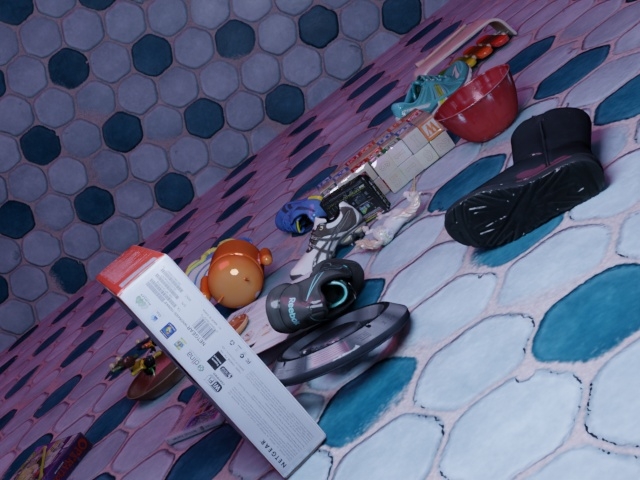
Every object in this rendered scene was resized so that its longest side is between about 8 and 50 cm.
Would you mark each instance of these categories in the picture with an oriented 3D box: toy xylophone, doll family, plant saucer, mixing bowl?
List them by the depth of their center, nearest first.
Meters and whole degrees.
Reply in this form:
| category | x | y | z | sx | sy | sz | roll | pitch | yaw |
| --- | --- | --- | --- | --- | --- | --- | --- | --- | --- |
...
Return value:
| category | x | y | z | sx | sy | sz | roll | pitch | yaw |
| --- | --- | --- | --- | --- | --- | --- | --- | --- | --- |
| plant saucer | -0.166 | 0.168 | 1.574 | 0.083 | 0.013 | 0.083 | -36 | 14 | 11 |
| mixing bowl | 0.330 | -0.262 | 1.714 | 0.181 | 0.098 | 0.181 | -35 | 16 | 12 |
| doll family | -0.355 | 0.235 | 1.800 | 0.193 | 0.076 | 0.111 | -45 | 11 | -32 |
| plant saucer | -0.329 | 0.278 | 1.820 | 0.199 | 0.036 | 0.198 | -35 | 16 | 11 |
| toy xylophone | 0.380 | -0.511 | 2.340 | 0.323 | 0.081 | 0.236 | -36 | 15 | 10 |

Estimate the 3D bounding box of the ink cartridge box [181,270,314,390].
| category | x | y | z | sx | sy | sz | roll | pitch | yaw |
| --- | --- | --- | --- | --- | --- | --- | --- | --- | --- |
| ink cartridge box | -0.101 | 0.172 | 1.548 | 0.275 | 0.060 | 0.239 | -29 | 19 | 33 |

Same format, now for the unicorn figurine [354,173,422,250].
| category | x | y | z | sx | sy | sz | roll | pitch | yaw |
| --- | --- | --- | --- | --- | --- | --- | --- | --- | --- |
| unicorn figurine | 0.137 | -0.039 | 1.624 | 0.111 | 0.060 | 0.162 | -9 | 50 | 61 |

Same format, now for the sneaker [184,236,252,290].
| category | x | y | z | sx | sy | sz | roll | pitch | yaw |
| --- | --- | --- | --- | --- | --- | --- | --- | --- | --- |
| sneaker | -0.257 | 0.058 | 2.178 | 0.126 | 0.091 | 0.240 | -25 | 20 | 41 |

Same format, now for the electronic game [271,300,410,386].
| category | x | y | z | sx | sy | sz | roll | pitch | yaw |
| --- | --- | --- | --- | --- | --- | --- | --- | --- | --- |
| electronic game | 0.028 | 0.154 | 1.261 | 0.229 | 0.048 | 0.229 | -26 | 4 | 2 |

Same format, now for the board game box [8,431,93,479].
| category | x | y | z | sx | sy | sz | roll | pitch | yaw |
| --- | --- | --- | --- | --- | --- | --- | --- | --- | --- |
| board game box | -0.631 | 0.549 | 1.734 | 0.208 | 0.056 | 0.347 | -20 | 24 | 40 |

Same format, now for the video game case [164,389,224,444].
| category | x | y | z | sx | sy | sz | roll | pitch | yaw |
| --- | --- | --- | --- | --- | --- | --- | --- | --- | --- |
| video game case | -0.194 | 0.288 | 1.513 | 0.143 | 0.019 | 0.157 | -28 | 18 | 34 |

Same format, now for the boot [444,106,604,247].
| category | x | y | z | sx | sy | sz | roll | pitch | yaw |
| --- | --- | --- | --- | --- | --- | --- | --- | --- | --- |
| boot | 0.309 | -0.101 | 1.302 | 0.246 | 0.094 | 0.207 | -25 | 23 | 21 |

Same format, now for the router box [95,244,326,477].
| category | x | y | z | sx | sy | sz | roll | pitch | yaw |
| --- | --- | --- | --- | --- | --- | --- | --- | --- | --- |
| router box | -0.168 | 0.160 | 1.220 | 0.082 | 0.335 | 0.301 | -43 | 14 | -14 |

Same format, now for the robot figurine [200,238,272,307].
| category | x | y | z | sx | sy | sz | roll | pitch | yaw |
| --- | --- | --- | --- | --- | --- | --- | --- | --- | --- |
| robot figurine | -0.191 | 0.076 | 1.907 | 0.158 | 0.128 | 0.219 | 6 | 17 | -4 |

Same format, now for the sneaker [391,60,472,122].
| category | x | y | z | sx | sy | sz | roll | pitch | yaw |
| --- | --- | --- | --- | --- | --- | --- | --- | --- | --- |
| sneaker | 0.282 | -0.374 | 2.124 | 0.275 | 0.110 | 0.107 | -46 | 17 | -27 |

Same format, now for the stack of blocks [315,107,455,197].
| category | x | y | z | sx | sy | sz | roll | pitch | yaw |
| --- | --- | --- | --- | --- | --- | --- | --- | --- | --- |
| stack of blocks | 0.140 | -0.165 | 1.898 | 0.297 | 0.087 | 0.171 | -38 | 16 | 3 |

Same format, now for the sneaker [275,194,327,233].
| category | x | y | z | sx | sy | sz | roll | pitch | yaw |
| --- | --- | --- | --- | --- | --- | --- | --- | --- | --- |
| sneaker | -0.061 | -0.051 | 2.078 | 0.209 | 0.069 | 0.082 | -18 | 29 | 53 |

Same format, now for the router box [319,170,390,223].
| category | x | y | z | sx | sy | sz | roll | pitch | yaw |
| --- | --- | --- | --- | --- | --- | --- | --- | --- | --- |
| router box | 0.073 | -0.077 | 1.792 | 0.122 | 0.092 | 0.038 | -31 | 17 | 27 |

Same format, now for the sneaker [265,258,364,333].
| category | x | y | z | sx | sy | sz | roll | pitch | yaw |
| --- | --- | --- | --- | --- | --- | --- | --- | --- | --- |
| sneaker | 0.020 | 0.089 | 1.390 | 0.106 | 0.101 | 0.267 | -13 | 7 | 31 |

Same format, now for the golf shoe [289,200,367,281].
| category | x | y | z | sx | sy | sz | roll | pitch | yaw |
| --- | --- | --- | --- | --- | --- | --- | --- | --- | --- |
| golf shoe | 0.000 | 0.000 | 1.744 | 0.198 | 0.094 | 0.077 | -42 | 16 | -4 |
